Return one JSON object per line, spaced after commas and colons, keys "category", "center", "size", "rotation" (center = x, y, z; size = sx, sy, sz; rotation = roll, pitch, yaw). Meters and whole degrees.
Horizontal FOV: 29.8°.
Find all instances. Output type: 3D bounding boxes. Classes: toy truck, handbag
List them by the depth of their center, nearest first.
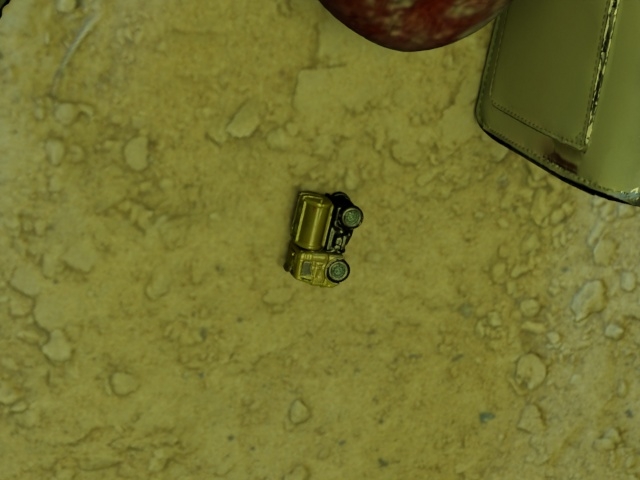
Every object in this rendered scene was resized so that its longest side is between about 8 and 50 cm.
{"category": "handbag", "center": [0.266, -0.227, 0.959], "size": [0.160, 0.237, 0.359], "rotation": [3, 109, -16]}
{"category": "toy truck", "center": [0.000, 0.000, 1.070], "size": [0.054, 0.049, 0.083], "rotation": [8, 107, -18]}

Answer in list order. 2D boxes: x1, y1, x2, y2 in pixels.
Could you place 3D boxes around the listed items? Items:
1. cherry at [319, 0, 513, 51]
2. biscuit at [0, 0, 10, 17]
{"category": "cherry", "center": [0.082, -0.282, 0.898], "size": [0.236, 0.213, 0.285], "rotation": [8, 135, 6]}
{"category": "biscuit", "center": [-0.272, -0.215, 0.912], "size": [0.099, 0.038, 0.322], "rotation": [36, 97, -22]}
